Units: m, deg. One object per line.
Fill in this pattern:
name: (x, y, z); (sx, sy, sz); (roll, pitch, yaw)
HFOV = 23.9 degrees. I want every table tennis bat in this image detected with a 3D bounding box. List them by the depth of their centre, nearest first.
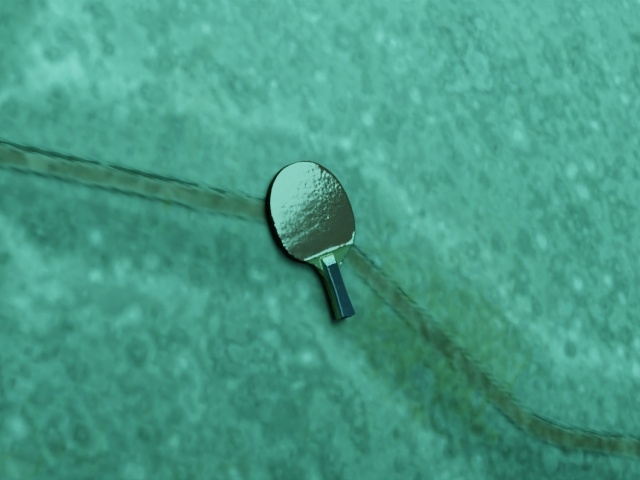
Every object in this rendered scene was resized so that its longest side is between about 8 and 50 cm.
table tennis bat: (0.000, 0.000, 0.766); (0.050, 0.007, 0.083); (-18, 89, -36)
